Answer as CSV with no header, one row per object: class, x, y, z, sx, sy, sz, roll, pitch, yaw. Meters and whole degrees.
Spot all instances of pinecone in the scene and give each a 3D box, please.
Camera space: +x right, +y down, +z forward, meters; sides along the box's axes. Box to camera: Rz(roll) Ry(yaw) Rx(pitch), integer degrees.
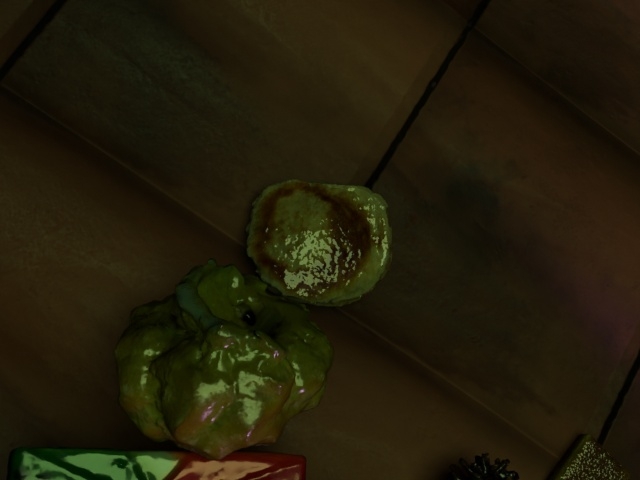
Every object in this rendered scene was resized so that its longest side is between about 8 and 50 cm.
pinecone,0.218,0.349,1.168,0.140,0.140,0.121,-2,105,-16

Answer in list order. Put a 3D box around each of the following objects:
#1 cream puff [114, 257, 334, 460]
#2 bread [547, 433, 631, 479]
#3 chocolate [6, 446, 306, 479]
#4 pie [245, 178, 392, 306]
cream puff,-0.119,0.121,1.049,0.281,0.282,0.185,-18,114,-18
bread,0.389,0.344,1.275,0.090,0.035,0.094,44,72,-4
chocolate,-0.201,0.424,1.028,0.341,0.161,0.360,5,79,-15
pie,0.000,0.000,1.204,0.205,0.084,0.179,4,79,-12
